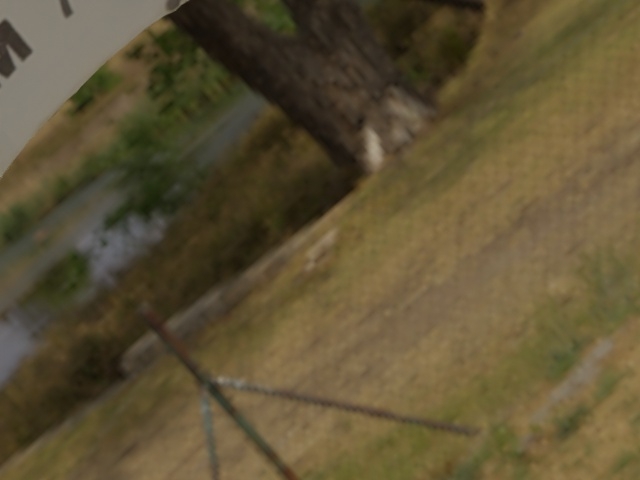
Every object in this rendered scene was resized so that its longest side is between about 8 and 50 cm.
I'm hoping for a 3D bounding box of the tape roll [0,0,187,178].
[{"bbox_3d":[0.000,0.000,0.294,0.321,0.077,0.321,-12,56,18],"label":"tape roll"}]
